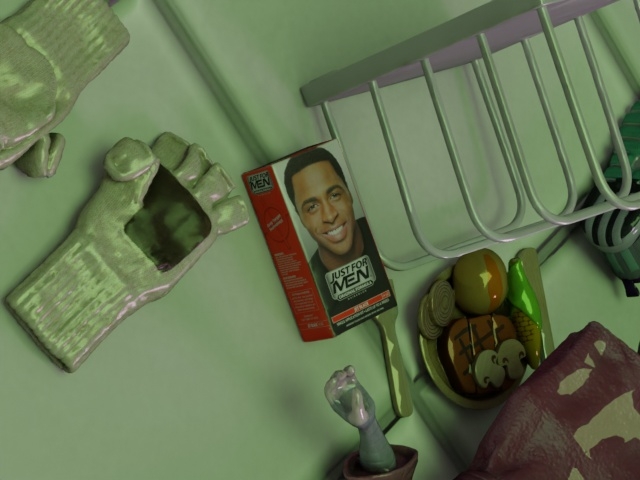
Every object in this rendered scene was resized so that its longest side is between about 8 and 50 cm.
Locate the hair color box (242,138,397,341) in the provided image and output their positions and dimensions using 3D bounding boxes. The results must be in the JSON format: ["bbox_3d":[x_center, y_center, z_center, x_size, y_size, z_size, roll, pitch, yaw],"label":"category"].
[{"bbox_3d":[0.000,0.000,1.387,0.072,0.043,0.141,-25,97,-36],"label":"hair color box"}]

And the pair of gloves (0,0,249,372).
[{"bbox_3d":[-0.174,-0.056,1.267,0.204,0.042,0.240,-41,106,-34],"label":"pair of gloves"}]

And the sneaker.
[{"bbox_3d":[0.309,-0.056,1.625,0.224,0.083,0.098,-52,134,-26],"label":"sneaker"}]

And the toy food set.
[{"bbox_3d":[0.132,0.073,1.477,0.192,0.038,0.132,-12,90,-38],"label":"toy food set"}]

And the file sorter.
[{"bbox_3d":[0.160,-0.094,1.371,0.193,0.277,0.173,-18,90,-38],"label":"file sorter"}]

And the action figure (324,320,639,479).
[{"bbox_3d":[0.125,0.220,1.397,0.370,0.276,0.248,-26,66,-20],"label":"action figure"}]
